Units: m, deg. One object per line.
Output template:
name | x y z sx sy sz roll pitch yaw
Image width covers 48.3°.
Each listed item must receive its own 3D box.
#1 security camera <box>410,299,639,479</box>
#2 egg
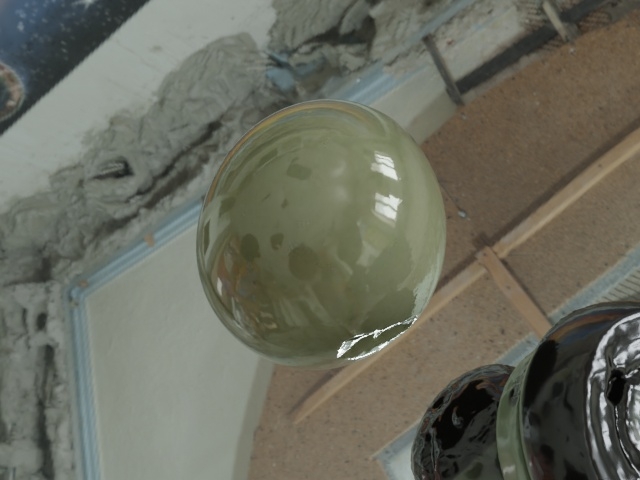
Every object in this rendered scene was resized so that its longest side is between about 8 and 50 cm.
security camera | 0.189 0.174 0.574 0.197 0.191 0.277 -54 -178 -30
egg | 0.000 0.000 0.633 0.269 0.219 0.219 117 -36 -57
